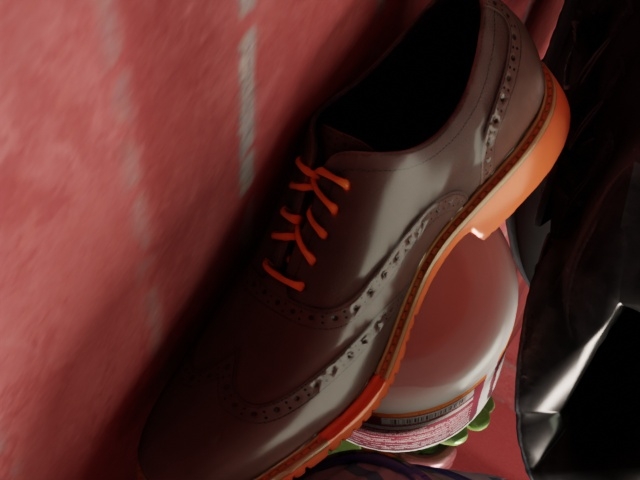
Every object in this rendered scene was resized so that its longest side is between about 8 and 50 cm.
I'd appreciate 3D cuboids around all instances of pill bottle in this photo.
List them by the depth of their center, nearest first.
[{"bbox_3d":[0.040,0.048,0.939,0.121,0.121,0.221,-56,170,-11],"label":"pill bottle"}]

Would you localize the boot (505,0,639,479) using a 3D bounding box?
[{"bbox_3d":[0.186,0.010,1.058,0.445,0.146,0.367,-79,174,-57],"label":"boot"}]

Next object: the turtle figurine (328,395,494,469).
[{"bbox_3d":[0.036,0.215,1.169,0.266,0.198,0.274,96,11,-50],"label":"turtle figurine"}]

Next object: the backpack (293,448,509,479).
[{"bbox_3d":[-0.009,0.261,0.845,0.355,0.290,0.273,-36,139,15],"label":"backpack"}]

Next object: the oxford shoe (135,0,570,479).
[{"bbox_3d":[0.000,0.000,0.773,0.271,0.097,0.098,-53,141,-14],"label":"oxford shoe"}]
